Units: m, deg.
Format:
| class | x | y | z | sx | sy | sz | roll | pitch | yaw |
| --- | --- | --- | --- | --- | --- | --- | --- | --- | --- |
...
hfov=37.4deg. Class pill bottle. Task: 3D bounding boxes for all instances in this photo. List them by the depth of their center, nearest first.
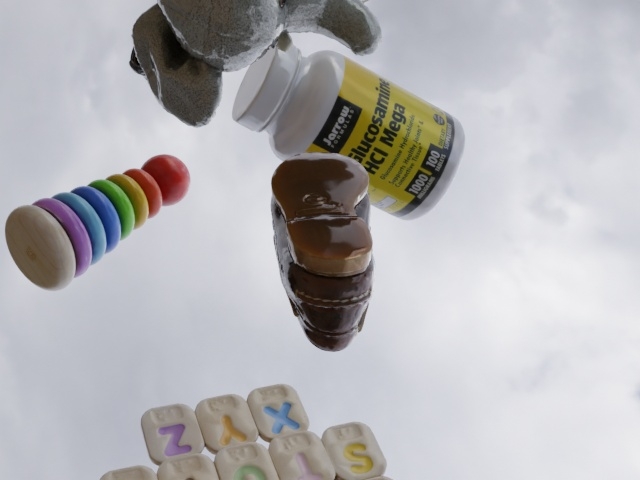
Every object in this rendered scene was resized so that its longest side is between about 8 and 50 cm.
| class | x | y | z | sx | sy | sz | roll | pitch | yaw |
| --- | --- | --- | --- | --- | --- | --- | --- | --- | --- |
| pill bottle | 0.041 | -0.176 | 1.463 | 0.188 | 0.334 | 0.188 | -50 | -154 | 35 |

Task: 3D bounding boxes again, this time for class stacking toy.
| class | x | y | z | sx | sy | sz | roll | pitch | yaw |
| --- | --- | --- | --- | --- | --- | --- | --- | --- | --- |
| stacking toy | -0.334 | -0.048 | 1.523 | 0.141 | 0.330 | 0.141 | 21 | -53 | 31 |

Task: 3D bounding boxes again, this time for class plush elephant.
| class | x | y | z | sx | sy | sz | roll | pitch | yaw |
| --- | --- | --- | --- | --- | --- | --- | --- | --- | --- |
| plush elephant | -0.049 | -0.251 | 0.827 | 0.272 | 0.330 | 0.255 | 122 | -35 | -56 |

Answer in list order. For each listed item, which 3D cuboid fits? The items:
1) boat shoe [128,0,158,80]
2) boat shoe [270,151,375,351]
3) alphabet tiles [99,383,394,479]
| class | x | y | z | sx | sy | sz | roll | pitch | yaw |
| --- | --- | --- | --- | --- | --- | --- | --- | --- | --- |
| boat shoe | -0.165 | -0.305 | 1.207 | 0.084 | 0.079 | 0.233 | 34 | -84 | 36 |
| boat shoe | 0.000 | 0.000 | 0.655 | 0.207 | 0.073 | 0.073 | -88 | 178 | -64 |
| alphabet tiles | -0.060 | 0.253 | 0.897 | 0.278 | 0.284 | 0.021 | -117 | -152 | -42 |
